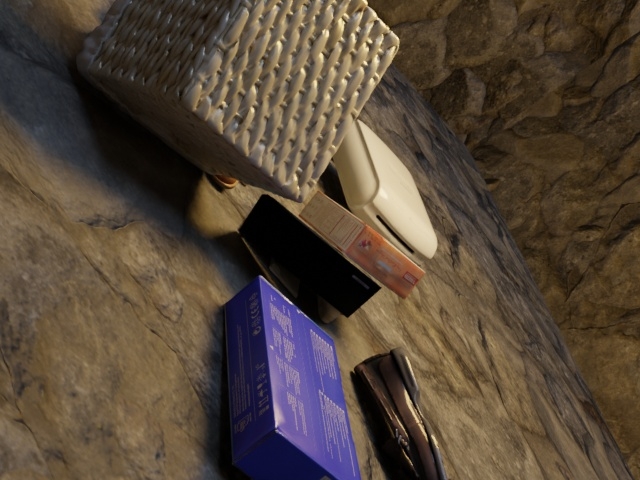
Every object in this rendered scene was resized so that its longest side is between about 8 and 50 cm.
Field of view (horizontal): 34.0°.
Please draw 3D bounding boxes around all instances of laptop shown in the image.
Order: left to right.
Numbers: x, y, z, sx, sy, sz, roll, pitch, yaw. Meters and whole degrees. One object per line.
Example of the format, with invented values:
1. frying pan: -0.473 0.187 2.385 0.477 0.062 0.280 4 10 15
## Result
1. laptop: 0.000 0.000 1.729 0.234 0.136 0.264 40 26 -1

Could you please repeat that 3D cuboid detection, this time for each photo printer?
1. photo printer: 0.142 -0.097 2.330 0.256 0.107 0.307 43 21 -37

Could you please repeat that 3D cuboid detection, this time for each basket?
1. basket: -0.116 -0.277 1.574 0.266 0.331 0.328 26 -9 44

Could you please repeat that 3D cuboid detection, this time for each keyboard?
1. keyboard: -0.055 0.019 1.861 0.072 0.014 0.256 55 16 -18

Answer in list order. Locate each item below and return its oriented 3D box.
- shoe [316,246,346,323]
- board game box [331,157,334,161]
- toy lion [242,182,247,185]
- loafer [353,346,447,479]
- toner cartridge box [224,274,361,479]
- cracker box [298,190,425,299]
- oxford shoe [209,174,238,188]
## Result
1. shoe: 0.013 0.072 1.881 0.076 0.058 0.219 27 22 -18
2. board game box: 0.071 -0.212 2.571 0.170 0.048 0.141 43 23 -35
3. toy lion: -0.160 -0.156 1.873 0.096 0.034 0.100 30 29 -40
4. loafer: 0.133 0.318 1.714 0.109 0.095 0.303 83 -8 -54
5. toner cartridge box: -0.042 0.202 1.385 0.165 0.075 0.348 44 16 -25
6. cracker box: 0.071 0.005 1.885 0.155 0.067 0.232 38 2 -28
7. oxford shoe: -0.150 -0.175 1.810 0.076 0.076 0.212 31 40 -23
